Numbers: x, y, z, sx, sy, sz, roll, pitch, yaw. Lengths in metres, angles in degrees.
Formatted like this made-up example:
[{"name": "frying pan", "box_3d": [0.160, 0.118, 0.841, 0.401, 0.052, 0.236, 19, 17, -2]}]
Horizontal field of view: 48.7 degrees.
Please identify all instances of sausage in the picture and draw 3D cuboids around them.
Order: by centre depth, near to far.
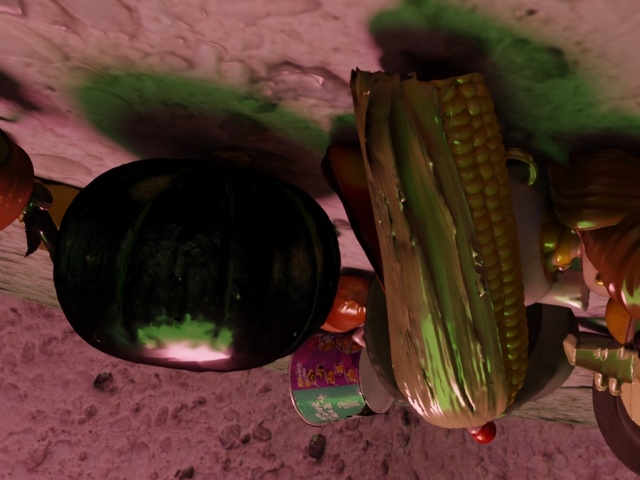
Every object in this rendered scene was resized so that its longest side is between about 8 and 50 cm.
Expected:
[{"name": "sausage", "box_3d": [0.042, 0.122, 1.304, 0.089, 0.084, 0.300, 14, 166, -7]}]

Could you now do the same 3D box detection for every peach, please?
[{"name": "peach", "box_3d": [0.090, 0.021, 0.720, 0.068, 0.189, 0.279, -25, 111, 13]}]

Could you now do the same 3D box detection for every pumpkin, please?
[{"name": "pumpkin", "box_3d": [-0.128, 0.011, 0.797, 0.314, 0.239, 0.315, 8, -172, -1]}]

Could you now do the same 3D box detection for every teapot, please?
[{"name": "teapot", "box_3d": [0.548, 0.248, 1.096, 0.239, 0.240, 0.321, 8, 164, -36]}]

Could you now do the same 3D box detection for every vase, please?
[{"name": "vase", "box_3d": [0.220, 0.105, 0.907, 0.244, 0.245, 0.291, 3, 171, 29]}]

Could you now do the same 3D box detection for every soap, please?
[{"name": "soap", "box_3d": [-0.409, -0.023, 1.166, 0.134, 0.076, 0.233, 16, 165, -7]}]

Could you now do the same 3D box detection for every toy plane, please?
[{"name": "toy plane", "box_3d": [0.367, 0.113, 0.772, 0.241, 0.256, 0.104, -21, -155, -17]}]

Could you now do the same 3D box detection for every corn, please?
[{"name": "corn", "box_3d": [0.094, 0.006, 0.569, 0.123, 0.306, 0.122, -25, -159, -34]}]

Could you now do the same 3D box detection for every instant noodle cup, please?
[{"name": "instant noodle cup", "box_3d": [0.067, 0.334, 1.748, 0.190, 0.251, 0.251, -10, 154, 34]}]

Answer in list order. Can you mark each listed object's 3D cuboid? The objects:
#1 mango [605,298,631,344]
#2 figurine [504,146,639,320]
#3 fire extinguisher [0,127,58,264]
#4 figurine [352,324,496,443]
[{"name": "mango", "box_3d": [0.440, 0.101, 0.918, 0.137, 0.098, 0.195, 5, 169, 17]}, {"name": "figurine", "box_3d": [0.239, -0.006, 0.631, 0.263, 0.142, 0.190, 1, 137, 34]}, {"name": "fire extinguisher", "box_3d": [-0.400, -0.117, 0.714, 0.113, 0.200, 0.376, -18, 147, 21]}, {"name": "figurine", "box_3d": [0.202, 0.185, 1.141, 0.287, 0.176, 0.186, 46, 171, -14]}]
